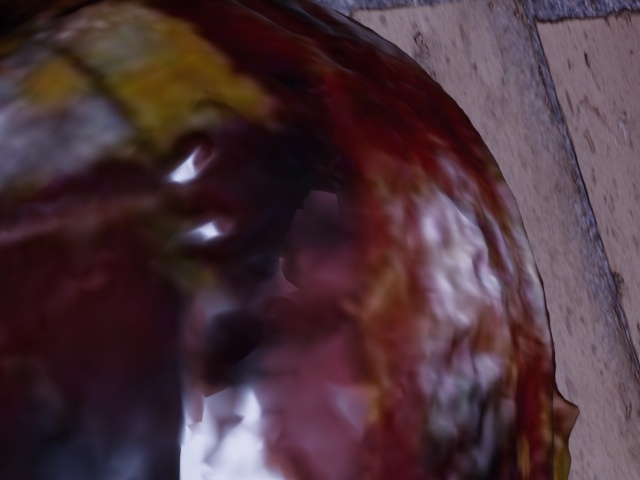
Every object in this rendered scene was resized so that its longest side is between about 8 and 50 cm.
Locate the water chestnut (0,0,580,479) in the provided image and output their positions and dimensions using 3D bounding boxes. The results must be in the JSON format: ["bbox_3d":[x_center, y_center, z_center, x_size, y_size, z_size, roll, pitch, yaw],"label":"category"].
[{"bbox_3d":[-0.076,0.068,0.532,0.347,0.335,0.335,20,57,-53],"label":"water chestnut"}]
